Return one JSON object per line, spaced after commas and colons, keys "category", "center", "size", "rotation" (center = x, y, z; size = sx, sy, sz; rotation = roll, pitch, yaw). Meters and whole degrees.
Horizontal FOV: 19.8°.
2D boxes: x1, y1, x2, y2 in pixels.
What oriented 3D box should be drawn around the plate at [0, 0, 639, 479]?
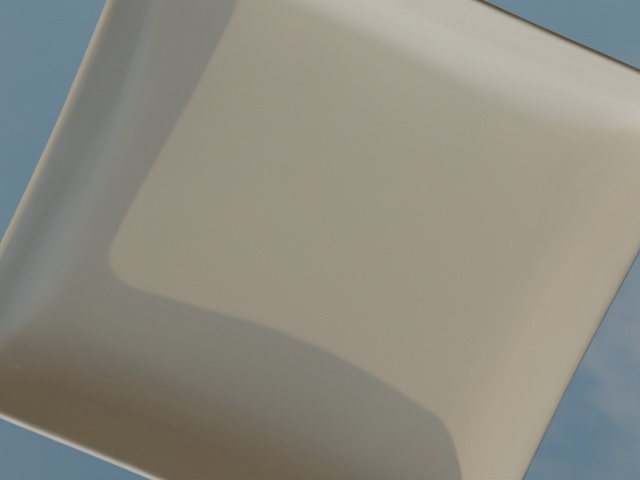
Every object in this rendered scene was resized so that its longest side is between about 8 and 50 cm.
{"category": "plate", "center": [0.000, 0.000, 0.873], "size": [0.277, 0.278, 0.045], "rotation": [24, -171, -7]}
